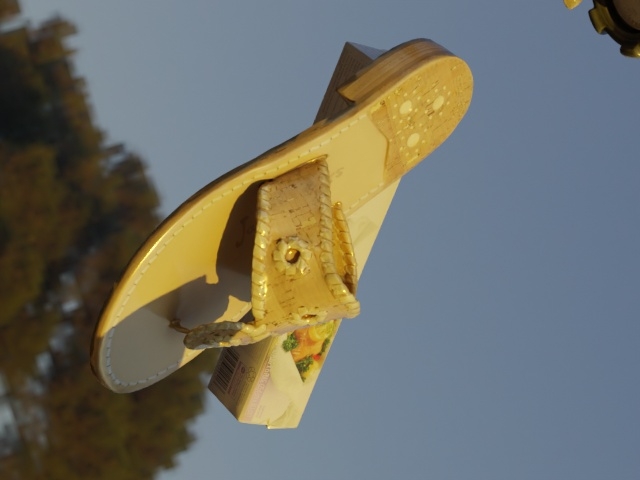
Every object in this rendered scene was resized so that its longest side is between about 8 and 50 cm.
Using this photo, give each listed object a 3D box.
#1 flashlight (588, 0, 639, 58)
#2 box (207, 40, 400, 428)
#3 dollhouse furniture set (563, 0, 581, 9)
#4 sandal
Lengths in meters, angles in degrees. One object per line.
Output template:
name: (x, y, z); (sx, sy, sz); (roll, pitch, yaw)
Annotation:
flashlight: (0.351, -0.226, 1.493); (0.103, 0.304, 0.103); (46, -34, 40)
box: (0.000, 0.000, 1.567); (0.067, 0.063, 0.324); (39, -67, 49)
dollhouse furniture set: (0.264, -0.198, 1.054); (0.259, 0.262, 0.135); (63, 25, -15)
sandal: (-0.001, 0.000, 0.918); (0.079, 0.240, 0.088); (37, -17, 37)
